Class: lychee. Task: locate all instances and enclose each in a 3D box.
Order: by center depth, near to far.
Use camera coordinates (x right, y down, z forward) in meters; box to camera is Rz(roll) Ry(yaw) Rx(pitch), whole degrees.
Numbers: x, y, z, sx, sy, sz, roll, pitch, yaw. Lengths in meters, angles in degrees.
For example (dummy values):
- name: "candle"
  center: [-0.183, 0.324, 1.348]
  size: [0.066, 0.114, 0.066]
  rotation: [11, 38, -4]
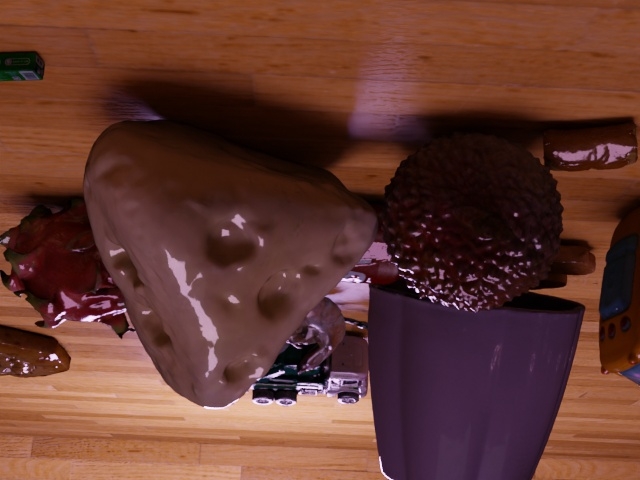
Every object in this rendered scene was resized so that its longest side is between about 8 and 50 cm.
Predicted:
- name: "lychee"
  center: [0.134, -0.018, 0.924]
  size: [0.165, 0.165, 0.197]
  rotation: [1, 179, 3]

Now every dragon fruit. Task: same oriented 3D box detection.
- name: "dragon fruit"
  center: [-0.246, 0.041, 1.158]
  size: [0.235, 0.135, 0.137]
  rotation: [19, 157, 7]

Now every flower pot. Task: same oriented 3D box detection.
- name: "flower pot"
  center: [0.172, 0.177, 1.268]
  size: [0.265, 0.243, 0.265]
  rotation: [9, -175, -1]

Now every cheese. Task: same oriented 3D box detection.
- name: "cheese"
  center: [-0.111, 0.013, 0.926]
  size: [0.248, 0.251, 0.173]
  rotation: [30, -175, -35]

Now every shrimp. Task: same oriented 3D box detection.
- name: "shrimp"
  center: [-0.059, 0.168, 1.538]
  size: [0.143, 0.052, 0.251]
  rotation: [22, 128, -27]

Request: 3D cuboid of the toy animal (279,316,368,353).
- name: "toy animal"
  center: [-0.048, 0.138, 1.589]
  size: [0.253, 0.070, 0.079]
  rotation: [-18, 175, 24]

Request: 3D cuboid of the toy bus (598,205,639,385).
- name: "toy bus"
  center: [0.363, 0.060, 1.080]
  size: [0.136, 0.210, 0.126]
  rotation: [16, 161, -8]

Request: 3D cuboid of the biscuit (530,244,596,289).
- name: "biscuit"
  center: [0.203, 0.027, 1.251]
  size: [0.236, 0.040, 0.144]
  rotation: [7, 157, -14]

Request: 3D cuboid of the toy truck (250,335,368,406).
- name: "toy truck"
  center: [-0.026, 0.201, 1.697]
  size: [0.216, 0.110, 0.116]
  rotation: [3, 150, -1]

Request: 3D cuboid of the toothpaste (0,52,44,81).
- name: "toothpaste"
  center: [-0.266, -0.140, 0.841]
  size: [0.083, 0.017, 0.020]
  rotation: [0, 164, 8]

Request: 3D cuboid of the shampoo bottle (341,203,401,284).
- name: "shampoo bottle"
  center: [0.000, 0.001, 1.130]
  size: [0.314, 0.076, 0.118]
  rotation: [5, 146, -7]

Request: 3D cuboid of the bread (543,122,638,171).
- name: "bread"
  center: [0.239, -0.083, 0.921]
  size: [0.083, 0.036, 0.047]
  rotation: [-4, 158, 12]

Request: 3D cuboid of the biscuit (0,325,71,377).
- name: "biscuit"
  center: [-0.627, 0.202, 1.868]
  size: [0.359, 0.046, 0.359]
  rotation: [2, 163, 1]
